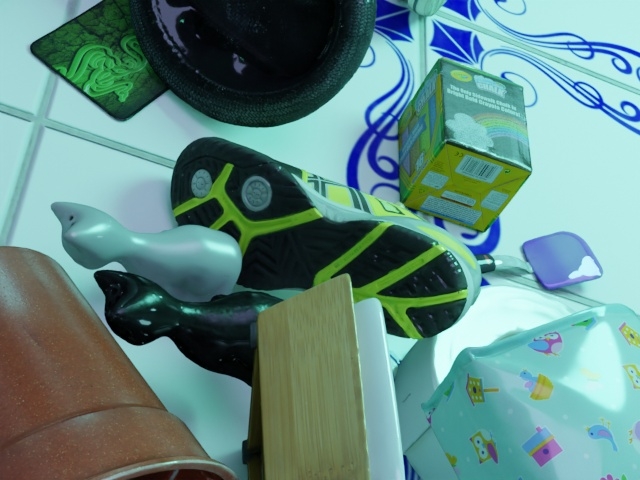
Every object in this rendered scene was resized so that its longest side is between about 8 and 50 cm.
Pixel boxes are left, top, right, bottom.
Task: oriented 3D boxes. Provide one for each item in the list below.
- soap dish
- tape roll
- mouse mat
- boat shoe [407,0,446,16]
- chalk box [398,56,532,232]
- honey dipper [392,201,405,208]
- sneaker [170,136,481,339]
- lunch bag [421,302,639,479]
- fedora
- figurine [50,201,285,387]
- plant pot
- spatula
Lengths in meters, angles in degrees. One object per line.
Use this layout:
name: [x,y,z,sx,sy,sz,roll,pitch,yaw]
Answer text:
soap dish: [-0.006,0.205,1.030,0.118,0.291,0.229,0,52,-7]
tape roll: [0.225,0.191,1.290,0.286,0.100,0.286,16,48,-18]
mouse mat: [-0.250,-0.233,1.444,0.152,0.007,0.190,38,45,4]
boat shoe: [0.184,-0.499,1.794,0.156,0.187,0.500,32,38,-8]
chalk box: [0.187,-0.143,1.531,0.132,0.132,0.213,18,46,-15]
honey dipper: [0.121,0.015,1.364,0.161,0.030,0.030,55,32,-35]
sneaker: [0.000,0.000,1.283,0.384,0.145,0.147,28,14,21]
lunch bag: [0.267,0.192,1.131,0.262,0.160,0.223,-12,59,-30]
fedora: [-0.076,-0.298,1.465,0.334,0.334,0.152,45,9,11]
figurine: [-0.153,0.041,1.129,0.209,0.092,0.215,19,19,-41]
plant pot: [-0.246,0.165,0.946,0.272,0.272,0.265,-12,51,-36]
spatula: [0.233,0.030,1.481,0.296,0.030,0.084,-3,54,-31]
